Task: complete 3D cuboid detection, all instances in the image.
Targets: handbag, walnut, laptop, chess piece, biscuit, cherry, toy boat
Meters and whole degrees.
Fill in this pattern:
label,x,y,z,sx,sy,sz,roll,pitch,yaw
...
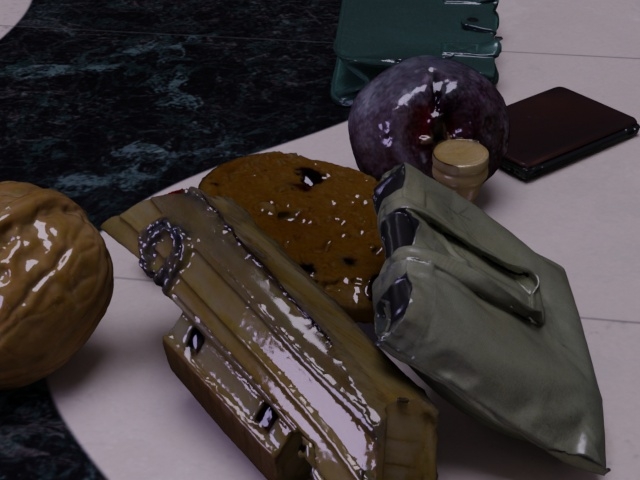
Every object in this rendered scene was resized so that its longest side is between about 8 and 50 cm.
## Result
label,x,y,z,sx,sy,sz,roll,pitch,yaw
handbag,0.140,-0.295,2.054,0.238,0.089,0.326,2,32,5
walnut,-0.308,0.042,1.426,0.213,0.213,0.213,-2,32,1
laptop,0.289,-0.142,1.855,0.207,0.026,0.154,-22,35,-30
chess piece,0.156,-0.048,1.617,0.066,0.122,0.066,-1,34,1
biscuit,-0.001,0.001,1.555,0.295,0.075,0.296,14,32,-9
handbag,0.154,0.070,1.373,0.253,0.109,0.316,34,28,-18
cherry,0.127,-0.136,1.710,0.195,0.195,0.195,-2,32,1
toy boat,-0.056,0.103,1.344,0.136,0.162,0.445,11,28,-52

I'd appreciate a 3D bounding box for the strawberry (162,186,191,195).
label,x,y,z,sx,sy,sz,roll,pitch,yaw
strawberry,-0.156,-0.003,1.603,0.106,0.106,0.106,-2,32,1
